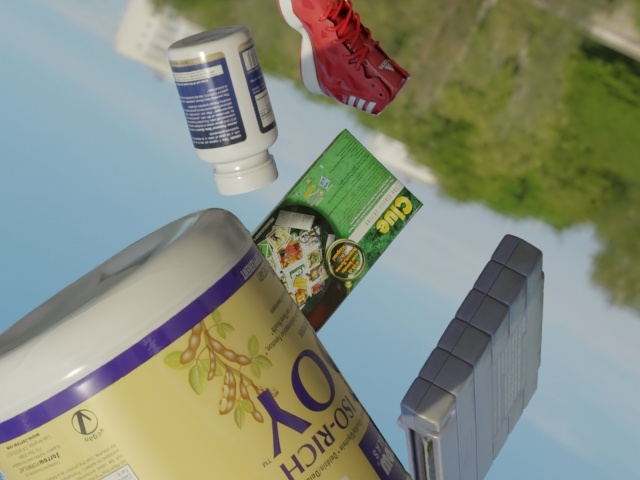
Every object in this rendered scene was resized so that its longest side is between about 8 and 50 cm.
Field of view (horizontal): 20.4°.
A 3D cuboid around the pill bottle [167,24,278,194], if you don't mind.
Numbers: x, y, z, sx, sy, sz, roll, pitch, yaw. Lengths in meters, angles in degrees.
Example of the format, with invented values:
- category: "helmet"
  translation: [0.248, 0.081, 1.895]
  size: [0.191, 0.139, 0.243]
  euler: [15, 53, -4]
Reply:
- category: "pill bottle"
  translation: [-0.100, -0.139, 1.916]
  size: [0.094, 0.169, 0.094]
  euler: [-14, -164, 4]

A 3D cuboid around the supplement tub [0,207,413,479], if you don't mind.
- category: "supplement tub"
  translation: [-0.077, 0.171, 1.266]
  size: [0.331, 0.241, 0.241]
  euler: [57, -175, -9]

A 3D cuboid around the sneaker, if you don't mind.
- category: "sneaker"
  translation: [0.036, -0.216, 1.832]
  size: [0.128, 0.087, 0.221]
  euler: [28, 157, 28]

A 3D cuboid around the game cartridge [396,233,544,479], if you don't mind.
- category: "game cartridge"
  translation: [0.164, 0.161, 1.908]
  size: [0.068, 0.230, 0.355]
  euler: [23, 156, 16]

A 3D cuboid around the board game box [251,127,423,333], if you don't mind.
- category: "board game box"
  translation: [0.000, 0.000, 2.100]
  size: [0.136, 0.259, 0.030]
  euler: [44, 152, -5]
